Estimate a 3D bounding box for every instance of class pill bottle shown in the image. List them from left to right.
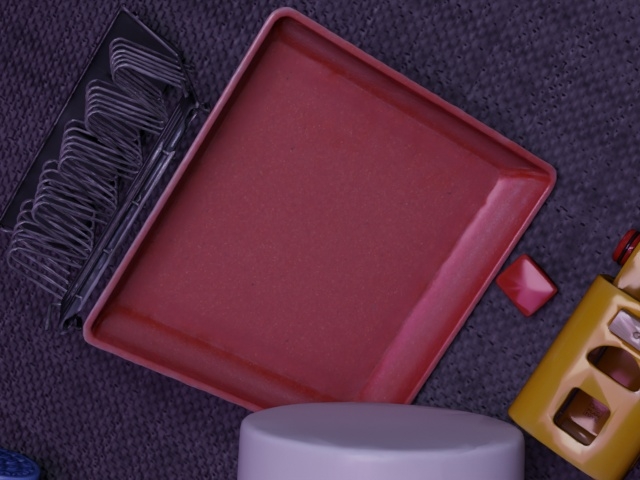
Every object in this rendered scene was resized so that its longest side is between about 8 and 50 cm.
[{"bbox_3d":[0.033,0.315,0.851,0.224,0.224,0.392,3,91,20],"label":"pill bottle"}]

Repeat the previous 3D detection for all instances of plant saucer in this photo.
[{"bbox_3d":[0.000,0.000,0.904,0.259,0.258,0.048,-58,29,9],"label":"plant saucer"}]

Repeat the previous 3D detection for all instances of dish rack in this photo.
[{"bbox_3d":[-0.162,-0.054,0.938,0.074,0.271,0.208,28,100,-17],"label":"dish rack"}]

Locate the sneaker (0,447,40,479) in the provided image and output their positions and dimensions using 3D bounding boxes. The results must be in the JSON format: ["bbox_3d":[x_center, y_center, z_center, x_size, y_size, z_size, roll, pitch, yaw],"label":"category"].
[{"bbox_3d":[-0.333,0.216,1.078,0.232,0.081,0.090,3,92,27],"label":"sneaker"}]

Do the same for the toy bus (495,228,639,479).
[{"bbox_3d":[0.214,0.066,0.863,0.191,0.104,0.202,-14,84,19],"label":"toy bus"}]
